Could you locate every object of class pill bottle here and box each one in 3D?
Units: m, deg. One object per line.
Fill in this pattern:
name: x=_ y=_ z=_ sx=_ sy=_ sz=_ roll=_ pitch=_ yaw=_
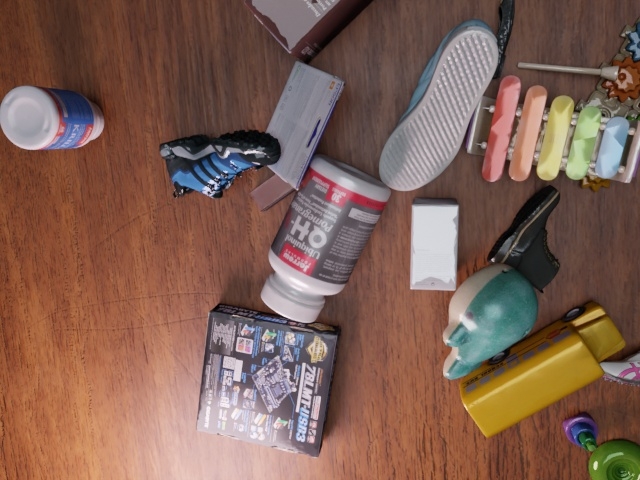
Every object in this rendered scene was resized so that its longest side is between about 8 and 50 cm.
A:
pill bottle: x=0.000 y=0.000 z=1.278 sx=0.176 sy=0.176 sz=0.318 roll=26 pitch=103 yaw=4
pill bottle: x=-0.545 y=-0.253 z=1.299 sx=0.124 sy=0.221 sz=0.124 roll=2 pitch=100 yaw=10

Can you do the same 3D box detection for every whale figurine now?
whale figurine: x=0.336 y=0.180 z=1.244 sx=0.141 sy=0.216 sz=0.272 roll=38 pitch=128 yaw=36

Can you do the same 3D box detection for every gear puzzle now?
gear puzzle: x=0.595 y=-0.251 z=1.204 sx=0.175 sy=0.044 sz=0.339 roll=29 pitch=103 yaw=3

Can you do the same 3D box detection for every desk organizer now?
desk organizer: x=-0.085 y=-0.118 z=1.338 sx=0.130 sy=0.047 sz=0.050 roll=-34 pitch=91 yaw=13

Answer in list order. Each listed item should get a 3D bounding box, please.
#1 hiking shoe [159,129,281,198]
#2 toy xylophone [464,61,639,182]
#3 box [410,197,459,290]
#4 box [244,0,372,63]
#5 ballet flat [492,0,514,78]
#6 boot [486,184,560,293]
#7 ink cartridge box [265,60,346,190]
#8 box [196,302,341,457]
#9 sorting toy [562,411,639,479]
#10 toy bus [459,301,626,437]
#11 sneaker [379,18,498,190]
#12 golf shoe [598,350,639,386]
hiking shoe: x=-0.198 y=-0.155 z=1.300 sx=0.304 sy=0.113 sz=0.132 roll=4 pitch=112 yaw=36
toy xylophone: x=0.447 y=-0.225 z=1.197 sx=0.322 sy=0.081 sz=0.236 roll=5 pitch=99 yaw=19
box: x=0.230 y=0.004 z=1.265 sx=0.091 sy=0.130 sz=0.170 roll=2 pitch=101 yaw=10
box: x=0.052 y=-0.520 z=1.172 sx=0.381 sy=0.191 sz=0.143 roll=-40 pitch=92 yaw=14
ballet flat: x=0.344 y=-0.402 z=1.213 sx=0.049 sy=0.057 sz=0.173 roll=12 pitch=101 yaw=12
boot: x=0.452 y=-0.001 z=1.265 sx=0.137 sy=0.077 sz=0.198 roll=33 pitch=116 yaw=-2
ink cartridge box: x=-0.032 y=-0.227 z=1.234 sx=0.045 sy=0.224 sz=0.223 roll=17 pitch=106 yaw=-32
box: x=-0.120 y=0.313 z=1.406 sx=0.293 sy=0.073 sz=0.295 roll=9 pitch=101 yaw=7
sorting toy: x=0.652 y=0.515 z=1.289 sx=0.127 sy=0.126 sz=0.365 roll=-44 pitch=92 yaw=14
toy bus: x=0.452 y=0.261 z=1.273 sx=0.332 sy=0.130 sz=0.108 roll=-34 pitch=93 yaw=13
sneaker: x=0.236 y=-0.261 z=1.230 sx=0.135 sy=0.150 sz=0.366 roll=29 pitch=126 yaw=-5
golf shoe: x=0.653 y=0.257 z=1.279 sx=0.186 sy=0.067 sz=0.086 roll=5 pitch=84 yaw=2
